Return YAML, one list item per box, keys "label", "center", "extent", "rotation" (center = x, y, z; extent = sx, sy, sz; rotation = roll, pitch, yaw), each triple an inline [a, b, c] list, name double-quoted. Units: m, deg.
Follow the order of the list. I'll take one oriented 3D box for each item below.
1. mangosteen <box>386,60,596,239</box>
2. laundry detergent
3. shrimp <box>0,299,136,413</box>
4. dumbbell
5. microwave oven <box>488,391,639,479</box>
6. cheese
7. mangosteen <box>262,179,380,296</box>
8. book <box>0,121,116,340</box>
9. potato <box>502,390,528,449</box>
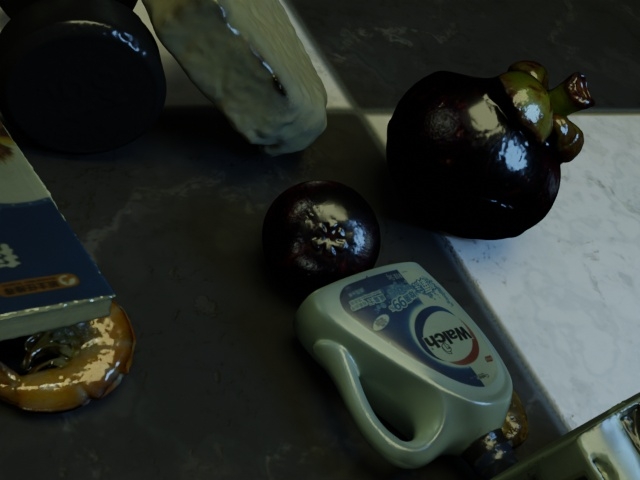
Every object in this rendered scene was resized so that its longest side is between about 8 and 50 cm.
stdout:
- label: "mangosteen"
  center: [0.237, -0.130, 1.213]
  extent: [0.288, 0.287, 0.233]
  rotation: [18, 64, -10]
- label: "laundry detergent"
  center: [0.113, 0.163, 0.983]
  extent: [0.215, 0.105, 0.280]
  rotation: [-12, 56, -38]
- label: "shrimp"
  center: [-0.309, 0.087, 0.872]
  extent: [0.249, 0.068, 0.150]
  rotation: [22, 49, -4]
- label: "dumbbell"
  center: [-0.323, -0.287, 1.137]
  extent: [0.204, 0.203, 0.322]
  rotation: [3, 46, -25]
- label: "microwave oven"
  center: [0.382, 0.326, 0.801]
  extent: [0.333, 0.247, 0.394]
  rotation: [-17, 67, -36]
- label: "cheese"
  center: [-0.111, -0.266, 1.178]
  extent: [0.317, 0.115, 0.326]
  rotation: [64, 19, 9]
- label: "mangosteen"
  center: [0.000, 0.000, 1.075]
  extent: [0.153, 0.152, 0.152]
  rotation: [15, 43, -14]
- label: "book"
  center: [-0.432, -0.034, 0.884]
  extent: [0.300, 0.039, 0.428]
  rotation: [-11, 41, -35]
- label: "potato"
  center: [0.221, 0.210, 1.037]
  extent: [0.051, 0.040, 0.083]
  rotation: [19, 43, -17]
